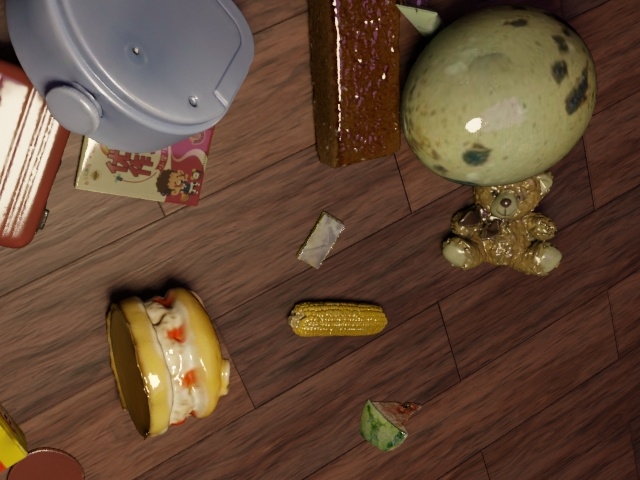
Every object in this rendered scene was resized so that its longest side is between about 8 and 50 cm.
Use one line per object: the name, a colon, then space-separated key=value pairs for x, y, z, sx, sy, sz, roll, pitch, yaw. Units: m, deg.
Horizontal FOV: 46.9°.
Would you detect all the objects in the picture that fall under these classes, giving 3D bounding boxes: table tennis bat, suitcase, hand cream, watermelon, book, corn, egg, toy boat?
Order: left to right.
suitcase: x=-0.530 y=-0.152 z=1.167 sx=0.236 sy=0.161 sz=0.297 roll=17 pitch=100 yaw=-31
table tennis bat: x=-0.525 y=0.498 z=1.482 sx=0.130 sy=0.019 sz=0.220 roll=-43 pitch=119 yaw=-8
book: x=-0.319 y=-0.156 z=1.353 sx=0.232 sy=0.022 sz=0.162 roll=8 pitch=104 yaw=-29
toy boat: x=0.000 y=0.000 z=1.570 sx=0.063 sy=0.016 sz=0.115 roll=31 pitch=93 yaw=-32
corn: x=0.039 y=0.171 z=1.613 sx=0.238 sy=0.080 sz=0.080 roll=1 pitch=107 yaw=-29
watermelon: x=0.160 y=0.437 z=1.790 sx=0.158 sy=0.121 sz=0.097 roll=-41 pitch=154 yaw=-61
hand cream: x=0.202 y=-0.427 z=1.427 sx=0.078 sy=0.205 sz=0.049 roll=18 pitch=101 yaw=15
egg: x=0.341 y=-0.274 z=1.441 sx=0.428 sy=0.345 sz=0.345 roll=-39 pitch=122 yaw=-32

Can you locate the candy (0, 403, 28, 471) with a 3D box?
candy: x=-0.690 y=0.396 z=1.323 sx=0.276 sy=0.088 sz=0.146 roll=-32 pitch=118 yaw=-13

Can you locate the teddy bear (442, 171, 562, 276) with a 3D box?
teddy bear: x=0.421 y=-0.059 z=1.680 sx=0.267 sy=0.156 sz=0.256 roll=7 pitch=111 yaw=2

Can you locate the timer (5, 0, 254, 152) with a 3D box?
timer: x=-0.305 y=-0.310 z=1.146 sx=0.395 sy=0.173 sz=0.394 roll=20 pitch=63 yaw=-47

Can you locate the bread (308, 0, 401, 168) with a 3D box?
bread: x=0.068 y=-0.356 z=1.424 sx=0.165 sy=0.113 sz=0.416 roll=-12 pitch=114 yaw=-22

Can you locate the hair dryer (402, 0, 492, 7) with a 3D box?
hair dryer: x=0.280 y=-0.555 z=1.493 sx=0.220 sy=0.054 sz=0.195 roll=2 pitch=106 yaw=-28

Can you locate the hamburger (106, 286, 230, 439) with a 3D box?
hamburger: x=-0.279 y=0.236 z=1.385 sx=0.186 sy=0.261 sz=0.302 roll=-10 pitch=130 yaw=-28
